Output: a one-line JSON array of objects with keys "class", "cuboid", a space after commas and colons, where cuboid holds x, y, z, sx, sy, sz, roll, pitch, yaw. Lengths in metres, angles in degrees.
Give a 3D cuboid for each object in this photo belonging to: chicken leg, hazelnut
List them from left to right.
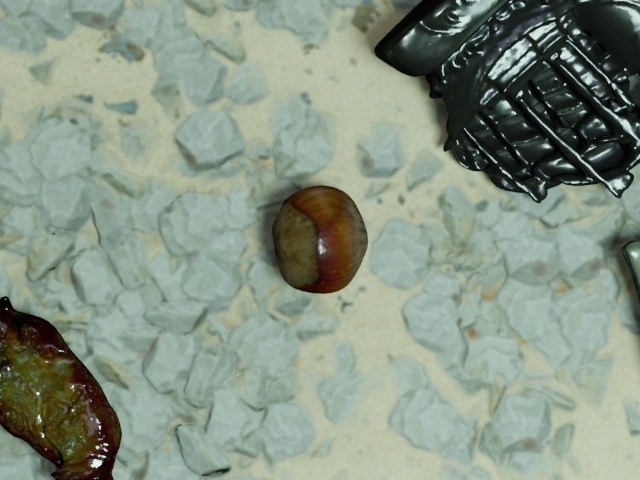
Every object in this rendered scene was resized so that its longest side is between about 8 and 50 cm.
[{"class": "chicken leg", "cuboid": [-0.209, 0.163, 1.279, 0.106, 0.051, 0.253, -19, 85, 4]}, {"class": "hazelnut", "cuboid": [0.000, 0.000, 1.289, 0.086, 0.086, 0.086, 0, 84, 0]}]

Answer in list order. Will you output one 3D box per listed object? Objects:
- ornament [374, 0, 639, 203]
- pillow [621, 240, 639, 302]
[{"class": "ornament", "cuboid": [0.209, -0.137, 1.298, 0.251, 0.106, 0.260, -42, 94, 3]}, {"class": "pillow", "cuboid": [0.363, 0.080, 1.290, 0.212, 0.052, 0.208, -13, 90, -8]}]
